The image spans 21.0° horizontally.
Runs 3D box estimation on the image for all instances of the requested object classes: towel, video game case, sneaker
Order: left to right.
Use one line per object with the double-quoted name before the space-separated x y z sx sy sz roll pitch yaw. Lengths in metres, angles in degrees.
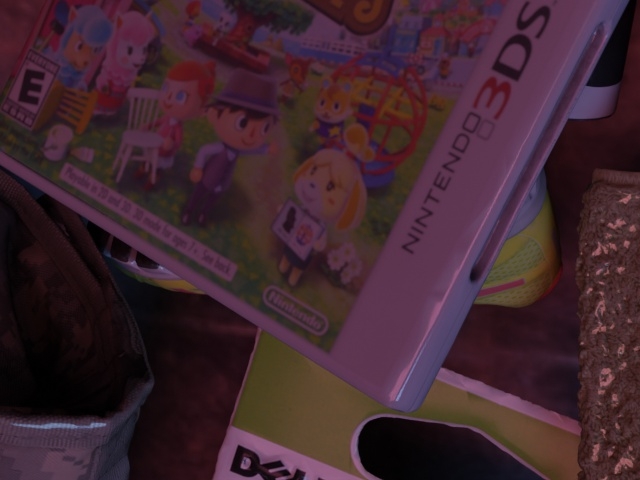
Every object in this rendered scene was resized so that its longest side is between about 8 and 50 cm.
"video game case" -0.008 -0.074 0.610 0.212 0.023 0.193 30 97 31
"sneaker" 0.000 0.000 0.672 0.208 0.081 0.094 3 149 34
"towel" 0.136 0.047 0.584 0.110 0.027 0.148 -2 87 33

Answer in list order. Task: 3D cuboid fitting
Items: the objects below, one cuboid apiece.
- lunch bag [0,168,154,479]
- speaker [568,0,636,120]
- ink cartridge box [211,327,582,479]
"lunch bag" -0.207 0.072 0.704 0.287 0.169 0.235 32 123 12
"speaker" 0.091 -0.115 0.616 0.055 0.055 0.136 13 110 14
"ink cartridge box" 0.037 0.162 0.703 0.189 0.097 0.255 21 106 11
